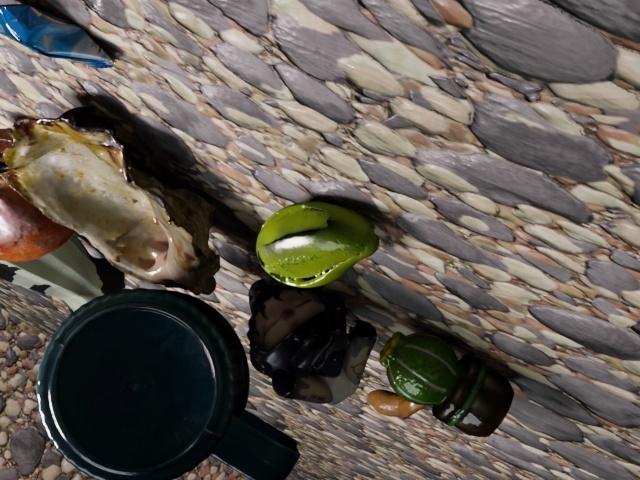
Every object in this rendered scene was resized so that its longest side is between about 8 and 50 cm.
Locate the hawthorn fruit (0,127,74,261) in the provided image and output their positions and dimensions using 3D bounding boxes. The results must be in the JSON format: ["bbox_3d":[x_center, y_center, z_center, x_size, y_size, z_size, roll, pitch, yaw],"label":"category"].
[{"bbox_3d":[-0.373,-0.054,1.600,0.173,0.172,0.173,26,165,8],"label":"hawthorn fruit"}]

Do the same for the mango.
[{"bbox_3d":[0.000,0.000,1.295,0.091,0.074,0.165,43,147,-27],"label":"mango"}]

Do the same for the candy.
[{"bbox_3d":[-0.255,-0.188,1.189,0.136,0.038,0.088,26,171,-29],"label":"candy"}]

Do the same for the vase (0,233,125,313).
[{"bbox_3d":[-0.445,0.010,1.970,0.165,0.165,0.360,18,166,33],"label":"vase"}]

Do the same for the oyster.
[{"bbox_3d":[-0.209,-0.041,1.484,0.221,0.096,0.361,3,151,48],"label":"oyster"}]

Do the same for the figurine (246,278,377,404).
[{"bbox_3d":[-0.018,0.125,1.621,0.145,0.145,0.222,39,-177,-33],"label":"figurine"}]

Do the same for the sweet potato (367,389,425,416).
[{"bbox_3d":[0.118,0.251,1.965,0.044,0.044,0.179,34,165,-21],"label":"sweet potato"}]

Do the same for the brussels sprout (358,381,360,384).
[{"bbox_3d":[0.021,0.194,1.948,0.083,0.046,0.051,12,156,18],"label":"brussels sprout"}]

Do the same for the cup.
[{"bbox_3d":[-0.195,0.201,1.565,0.307,0.242,0.292,60,176,4],"label":"cup"}]

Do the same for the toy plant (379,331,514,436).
[{"bbox_3d":[0.147,0.167,1.542,0.162,0.092,0.093,32,165,-2],"label":"toy plant"}]
